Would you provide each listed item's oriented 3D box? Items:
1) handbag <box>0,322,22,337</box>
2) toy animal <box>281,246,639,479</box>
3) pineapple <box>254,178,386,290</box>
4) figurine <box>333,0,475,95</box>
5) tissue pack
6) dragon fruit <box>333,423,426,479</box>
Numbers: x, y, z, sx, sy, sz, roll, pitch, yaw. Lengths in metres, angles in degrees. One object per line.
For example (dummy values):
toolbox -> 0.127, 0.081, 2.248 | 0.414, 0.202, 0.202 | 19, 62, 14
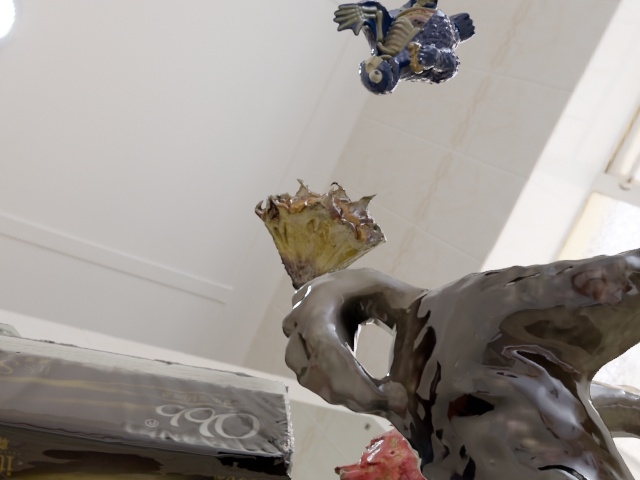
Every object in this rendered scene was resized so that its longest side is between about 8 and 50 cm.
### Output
handbag -> -0.455, 0.209, 1.031 | 0.127, 0.235, 0.213 | -18, -97, -9
toy animal -> 0.091, 0.162, 0.413 | 0.194, 0.302, 0.344 | 86, -161, -49
pineapple -> 0.000, 0.000, 0.730 | 0.069, 0.137, 0.116 | -7, -71, -52
figurine -> 0.127, -0.285, 1.083 | 0.262, 0.164, 0.121 | -34, -15, -39
tissue pack -> -0.225, 0.220, 0.709 | 0.370, 0.198, 0.210 | 10, -71, -9
dragon fruit -> 0.161, 0.433, 1.320 | 0.268, 0.205, 0.210 | -2, -106, -11
